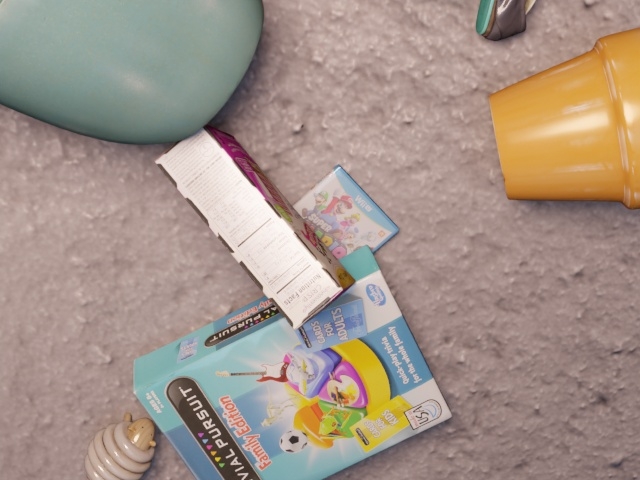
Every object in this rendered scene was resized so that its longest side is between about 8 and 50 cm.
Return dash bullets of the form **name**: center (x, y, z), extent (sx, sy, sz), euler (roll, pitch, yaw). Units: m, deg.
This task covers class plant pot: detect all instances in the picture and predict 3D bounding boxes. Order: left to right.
- **plant pot**: center (-0.199, -0.229, 0.881), extent (0.235, 0.293, 0.293), euler (30, 105, -33)
- **plant pot**: center (0.300, -0.127, 1.047), extent (0.188, 0.205, 0.205), euler (-11, 113, 12)

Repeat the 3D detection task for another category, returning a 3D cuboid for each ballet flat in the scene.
- **ballet flat**: center (0.224, -0.326, 1.014), extent (0.074, 0.074, 0.203), euler (0, 117, -9)

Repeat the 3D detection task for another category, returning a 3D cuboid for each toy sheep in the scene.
- **toy sheep**: center (-0.264, 0.280, 1.170), extent (0.091, 0.091, 0.132), euler (38, 102, -20)

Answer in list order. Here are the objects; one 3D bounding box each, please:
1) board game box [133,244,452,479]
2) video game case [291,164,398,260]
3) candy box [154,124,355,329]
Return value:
- **board game box**: center (-0.031, 0.193, 1.165), extent (0.336, 0.079, 0.253), euler (-27, 117, 2)
- **video game case**: center (0.000, 0.000, 1.138), extent (0.166, 0.015, 0.119), euler (-42, 111, 8)
- **candy box**: center (-0.065, -0.017, 0.999), extent (0.071, 0.159, 0.233), euler (-40, 87, 6)
